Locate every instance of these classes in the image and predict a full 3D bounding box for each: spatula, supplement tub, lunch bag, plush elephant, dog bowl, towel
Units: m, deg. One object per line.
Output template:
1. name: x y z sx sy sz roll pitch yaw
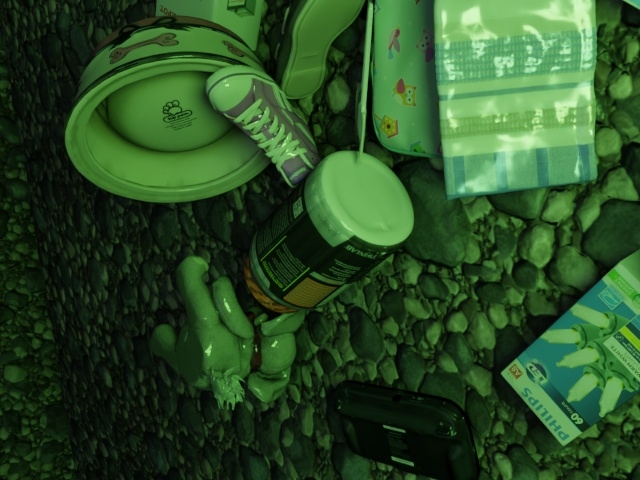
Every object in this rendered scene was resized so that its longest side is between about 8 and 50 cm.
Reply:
1. spatula: 0.067 -0.263 1.042 0.019 0.168 0.242 3 122 3
2. supplement tub: 0.000 0.000 1.163 0.316 0.193 0.194 -41 72 46
3. lunch bag: 0.185 -0.249 0.941 0.224 0.107 0.279 16 114 43
4. plush elephant: -0.165 0.209 1.398 0.330 0.255 0.272 44 123 39
5. dog bowl: -0.272 -0.246 1.253 0.408 0.407 0.150 -48 47 45
6. towel: 0.251 -0.199 0.836 0.034 0.209 0.285 -101 5 -75

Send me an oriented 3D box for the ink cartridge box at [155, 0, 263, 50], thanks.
1. ink cartridge box: -0.207 -0.533 1.271 0.211 0.121 0.289 38 128 34

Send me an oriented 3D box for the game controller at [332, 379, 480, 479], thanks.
1. game controller: 0.150 0.354 1.229 0.319 0.067 0.167 -2 115 49

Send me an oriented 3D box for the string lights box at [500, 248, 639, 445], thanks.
1. string lights box: 0.376 0.148 0.883 0.133 0.076 0.260 51 135 22

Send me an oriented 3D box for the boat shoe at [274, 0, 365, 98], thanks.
1. boat shoe: -0.018 -0.359 1.088 0.096 0.112 0.335 70 157 15

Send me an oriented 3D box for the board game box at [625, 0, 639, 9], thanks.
1. board game box: 0.323 -0.491 0.677 0.390 0.050 0.390 41 124 20

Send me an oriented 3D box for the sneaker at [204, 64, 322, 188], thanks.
1. sneaker: -0.076 -0.182 1.132 0.102 0.282 0.161 -36 58 18

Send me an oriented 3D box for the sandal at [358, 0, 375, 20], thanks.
1. sandal: 0.032 -0.470 1.077 0.255 0.054 0.097 57 136 18
